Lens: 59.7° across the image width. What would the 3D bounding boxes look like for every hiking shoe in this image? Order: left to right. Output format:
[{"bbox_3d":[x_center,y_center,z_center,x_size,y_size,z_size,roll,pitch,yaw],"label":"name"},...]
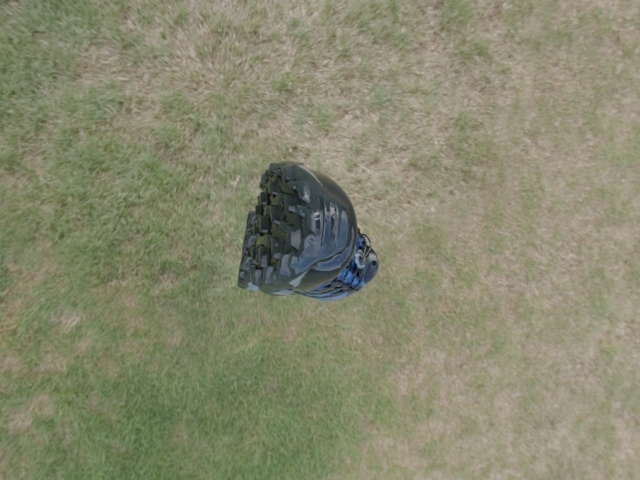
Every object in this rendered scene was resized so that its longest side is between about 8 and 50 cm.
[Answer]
[{"bbox_3d":[0.000,0.000,0.524,0.132,0.304,0.113,8,84,-11],"label":"hiking shoe"}]
